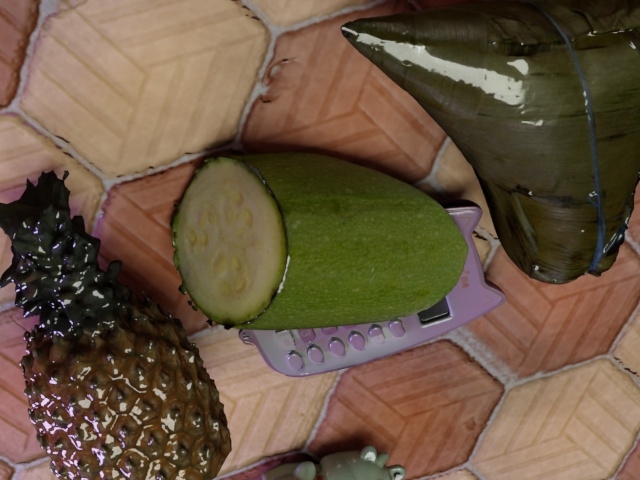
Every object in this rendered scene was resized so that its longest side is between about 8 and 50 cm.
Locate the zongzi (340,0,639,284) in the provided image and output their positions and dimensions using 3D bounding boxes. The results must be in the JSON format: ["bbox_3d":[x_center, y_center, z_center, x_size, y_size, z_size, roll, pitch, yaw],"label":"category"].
[{"bbox_3d":[0.162,-0.091,1.415,0.360,0.160,0.323,-9,123,-26],"label":"zongzi"}]

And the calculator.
[{"bbox_3d":[0.048,0.054,1.602,0.294,0.043,0.194,-19,131,2],"label":"calculator"}]

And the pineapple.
[{"bbox_3d":[-0.219,0.103,1.476,0.202,0.202,0.362,-17,116,-4],"label":"pineapple"}]

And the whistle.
[{"bbox_3d":[-0.018,0.313,1.744,0.253,0.106,0.102,-16,89,-4],"label":"whistle"}]

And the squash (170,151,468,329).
[{"bbox_3d":[0.000,0.000,1.516,0.260,0.189,0.189,-5,132,-43],"label":"squash"}]
